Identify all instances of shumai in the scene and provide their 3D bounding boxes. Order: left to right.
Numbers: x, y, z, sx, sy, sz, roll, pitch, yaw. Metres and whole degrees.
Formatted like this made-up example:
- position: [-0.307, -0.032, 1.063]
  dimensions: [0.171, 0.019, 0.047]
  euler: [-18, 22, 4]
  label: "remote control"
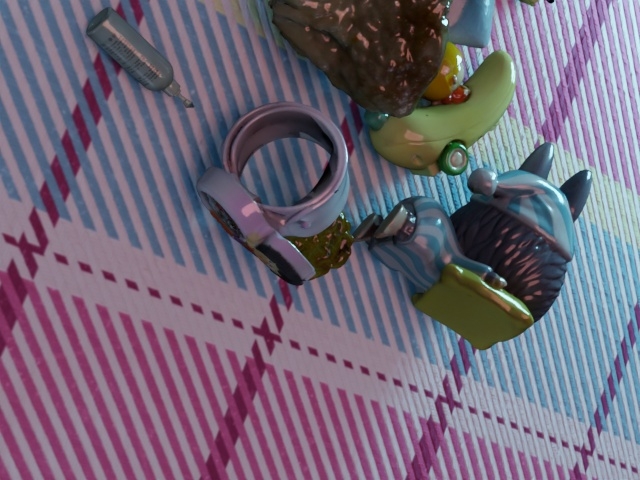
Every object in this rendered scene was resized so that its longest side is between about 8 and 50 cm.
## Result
- position: [0.042, -0.342, 1.637]
  dimensions: [0.262, 0.267, 0.314]
  euler: [-9, 98, -33]
  label: "shumai"

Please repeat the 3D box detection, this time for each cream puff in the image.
- position: [0.000, 0.000, 1.768]
  dimensions: [0.146, 0.116, 0.146]
  euler: [-5, 99, -34]
  label: "cream puff"

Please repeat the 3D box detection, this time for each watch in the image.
- position: [-0.050, -0.078, 1.663]
  dimensions: [0.244, 0.196, 0.231]
  euler: [41, 74, 15]
  label: "watch"

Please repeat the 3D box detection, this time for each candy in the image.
- position: [0.256, -0.439, 1.872]
  dimensions: [0.138, 0.071, 0.174]
  euler: [4, 100, -31]
  label: "candy"

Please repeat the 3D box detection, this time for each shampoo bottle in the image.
- position: [-0.266, -0.267, 1.583]
  dimensions: [0.195, 0.056, 0.056]
  euler: [43, 76, -32]
  label: "shampoo bottle"

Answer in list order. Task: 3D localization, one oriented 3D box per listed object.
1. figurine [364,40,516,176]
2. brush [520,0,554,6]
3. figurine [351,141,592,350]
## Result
- position: [0.217, -0.252, 1.857]
  dimensions: [0.324, 0.124, 0.222]
  euler: [-39, 113, -20]
  label: "figurine"
- position: [0.334, -0.541, 1.918]
  dimensions: [0.060, 0.068, 0.297]
  euler: [-37, 114, 3]
  label: "brush"
- position: [0.299, -0.041, 1.904]
  dimensions: [0.361, 0.266, 0.377]
  euler: [39, 67, -17]
  label: "figurine"
